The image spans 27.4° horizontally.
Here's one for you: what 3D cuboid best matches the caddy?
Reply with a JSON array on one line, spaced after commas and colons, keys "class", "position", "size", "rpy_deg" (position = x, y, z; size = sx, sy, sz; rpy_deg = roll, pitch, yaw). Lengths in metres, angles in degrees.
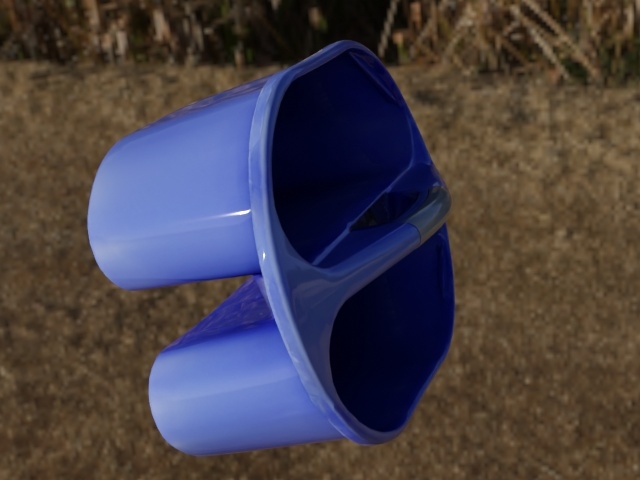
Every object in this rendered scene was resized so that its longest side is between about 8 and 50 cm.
[{"class": "caddy", "position": [0.000, 0.000, 0.881], "size": [0.179, 0.241, 0.341], "rpy_deg": [-13, 13, 21]}]
